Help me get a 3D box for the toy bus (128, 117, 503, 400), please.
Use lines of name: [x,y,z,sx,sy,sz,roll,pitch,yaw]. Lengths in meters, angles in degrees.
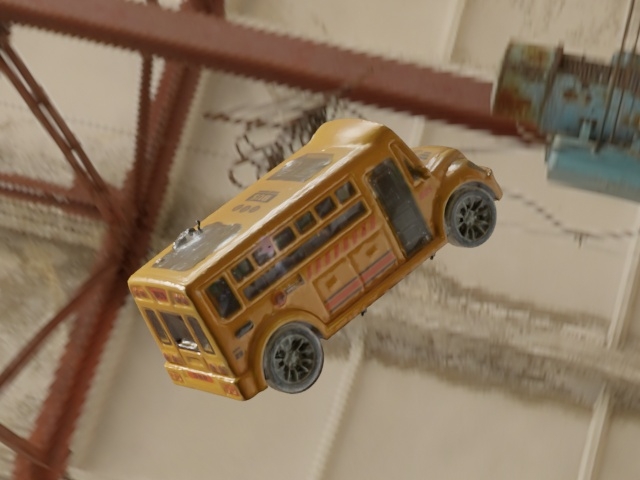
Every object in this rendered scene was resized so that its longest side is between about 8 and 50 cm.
toy bus: [0.000,0.000,0.779,0.162,0.069,0.074,-38,-68,-26]
